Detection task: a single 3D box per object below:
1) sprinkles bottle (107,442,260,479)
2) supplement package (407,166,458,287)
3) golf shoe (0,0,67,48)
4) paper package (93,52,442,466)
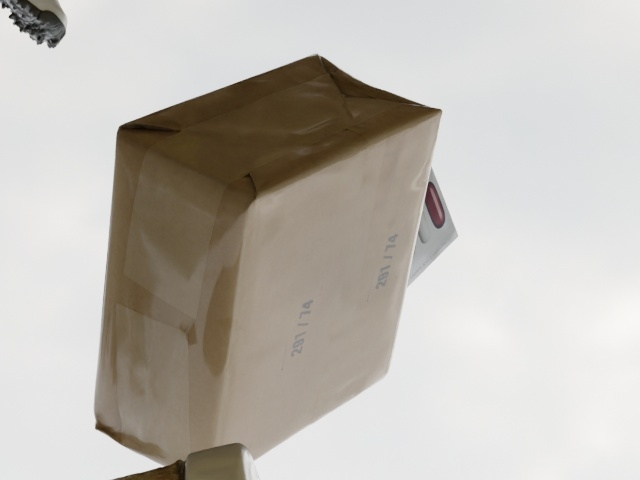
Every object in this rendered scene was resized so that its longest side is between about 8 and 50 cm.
[{"bbox_3d":[-0.218,0.263,1.451,0.355,0.121,0.121,-14,-151,2],"label":"sprinkles bottle"},{"bbox_3d":[0.000,0.000,2.190,0.204,0.145,0.262,15,-130,44],"label":"supplement package"},{"bbox_3d":[-0.238,-0.237,1.435,0.094,0.077,0.198,-33,-124,-6],"label":"golf shoe"},{"bbox_3d":[-0.053,0.022,1.711,0.168,0.324,0.309,27,-146,30],"label":"paper package"}]
